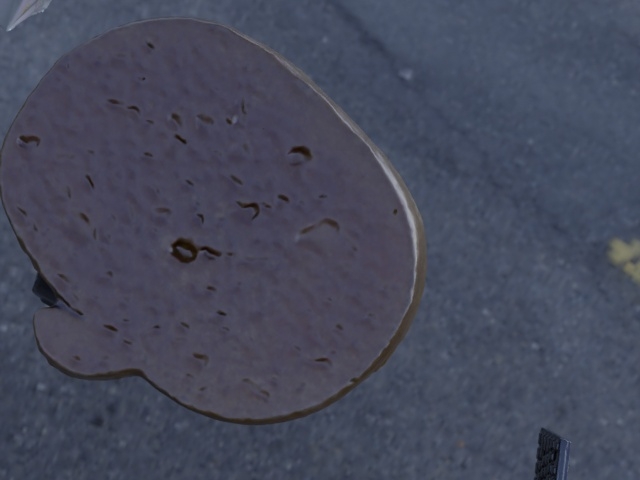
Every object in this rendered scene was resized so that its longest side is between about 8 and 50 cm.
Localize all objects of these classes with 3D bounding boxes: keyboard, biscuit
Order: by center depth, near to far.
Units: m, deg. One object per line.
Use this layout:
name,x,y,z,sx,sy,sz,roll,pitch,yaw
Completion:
biscuit,-0.110,-0.006,1.306,0.394,0.350,0.070,51,-2,3
keyboard,0.247,0.369,1.627,0.018,0.310,0.101,6,0,-6

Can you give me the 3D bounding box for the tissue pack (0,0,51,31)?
tissue pack,-0.400,-0.421,1.869,0.185,0.225,0.124,38,31,0

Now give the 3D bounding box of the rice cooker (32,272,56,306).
rice cooker,-0.172,-0.004,1.532,0.224,0.267,0.267,21,36,-12
